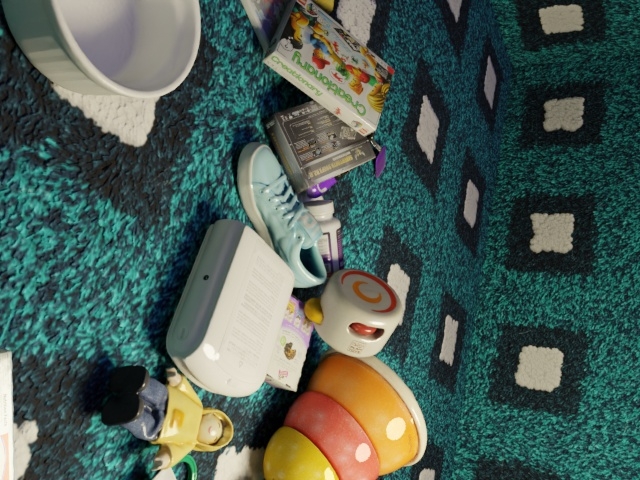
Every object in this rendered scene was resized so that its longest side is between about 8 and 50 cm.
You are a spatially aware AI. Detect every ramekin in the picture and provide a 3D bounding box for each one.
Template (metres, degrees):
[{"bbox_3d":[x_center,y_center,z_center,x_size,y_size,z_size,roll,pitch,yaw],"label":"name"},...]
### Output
[{"bbox_3d":[-0.320,-0.346,0.866,0.277,0.135,0.277,-8,99,-60],"label":"ramekin"}]

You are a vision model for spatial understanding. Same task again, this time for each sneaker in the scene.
[{"bbox_3d":[0.057,-0.219,1.508,0.293,0.146,0.102,-61,142,-38],"label":"sneaker"},{"bbox_3d":[-0.064,-0.053,1.313,0.135,0.150,0.365,-54,136,-45],"label":"sneaker"}]

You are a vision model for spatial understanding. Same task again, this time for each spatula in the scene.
[{"bbox_3d":[0.157,-0.317,1.786,0.084,0.030,0.296,-60,140,-35],"label":"spatula"}]

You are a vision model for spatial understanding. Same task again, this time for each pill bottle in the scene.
[{"bbox_3d":[0.000,0.000,1.469,0.108,0.108,0.193,-27,116,-56],"label":"pill bottle"}]

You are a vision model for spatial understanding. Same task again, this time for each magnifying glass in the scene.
[{"bbox_3d":[-0.279,0.524,1.126,0.092,0.026,0.230,3,88,-60],"label":"magnifying glass"}]

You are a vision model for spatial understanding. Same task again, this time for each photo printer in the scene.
[{"bbox_3d":[-0.174,0.150,1.179,0.256,0.107,0.307,50,49,-51],"label":"photo printer"}]

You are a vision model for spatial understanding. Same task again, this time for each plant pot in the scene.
[{"bbox_3d":[-0.010,-0.585,1.418,0.083,0.081,0.081,72,7,-71],"label":"plant pot"}]

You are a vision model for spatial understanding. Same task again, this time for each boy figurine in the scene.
[{"bbox_3d":[-0.264,0.327,1.057,0.285,0.092,0.177,49,36,-47],"label":"boy figurine"}]

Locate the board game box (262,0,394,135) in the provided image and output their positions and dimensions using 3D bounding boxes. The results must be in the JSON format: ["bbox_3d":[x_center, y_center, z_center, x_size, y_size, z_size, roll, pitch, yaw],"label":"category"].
[{"bbox_3d":[0.028,-0.405,1.366,0.305,0.053,0.192,31,63,-27],"label":"board game box"}]

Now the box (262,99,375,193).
[{"bbox_3d":[0.002,-0.235,1.379,0.231,0.056,0.183,-29,96,-35],"label":"box"}]

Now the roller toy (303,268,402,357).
[{"bbox_3d":[0.083,0.176,1.398,0.209,0.191,0.146,-17,141,-51],"label":"roller toy"}]

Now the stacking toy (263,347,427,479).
[{"bbox_3d":[-0.016,0.502,1.372,0.480,0.351,0.350,-31,121,-35],"label":"stacking toy"}]

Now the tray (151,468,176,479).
[{"bbox_3d":[-0.288,0.550,1.060,0.145,0.030,0.270,-43,127,-49],"label":"tray"}]

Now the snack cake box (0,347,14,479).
[{"bbox_3d":[-0.467,0.271,0.713,0.152,0.089,0.264,-5,97,-61],"label":"snack cake box"}]

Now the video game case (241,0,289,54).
[{"bbox_3d":[-0.103,-0.525,1.331,0.183,0.023,0.201,-63,142,-35],"label":"video game case"}]

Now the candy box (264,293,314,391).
[{"bbox_3d":[-0.095,0.231,1.364,0.165,0.070,0.196,48,52,-51],"label":"candy box"}]
